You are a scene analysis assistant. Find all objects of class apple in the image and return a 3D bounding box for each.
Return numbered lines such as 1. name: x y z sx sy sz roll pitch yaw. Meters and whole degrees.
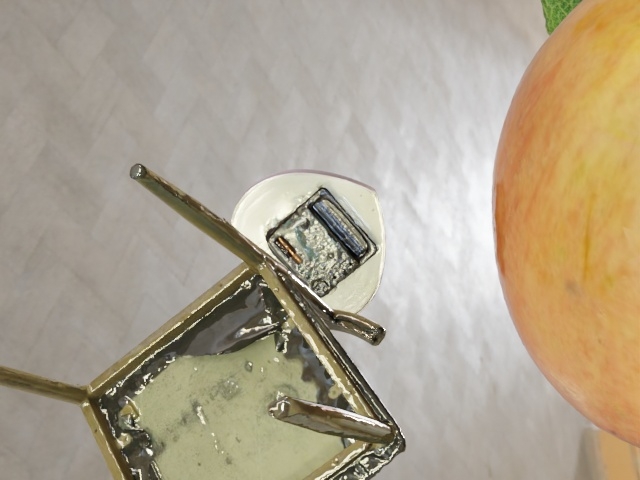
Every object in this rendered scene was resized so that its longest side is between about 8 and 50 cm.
1. apple: 0.291 -0.036 0.595 0.364 0.364 0.364 28 56 -52

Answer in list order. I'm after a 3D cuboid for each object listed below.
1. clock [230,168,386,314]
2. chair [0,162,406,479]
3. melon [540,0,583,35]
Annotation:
1. clock: 0.000 0.000 1.060 0.198 0.172 0.064 49 10 -13
2. chair: -0.060 0.104 0.547 0.166 0.188 0.272 55 8 26
3. melon: 0.448 -0.488 1.303 0.343 0.331 0.226 56 34 -36
